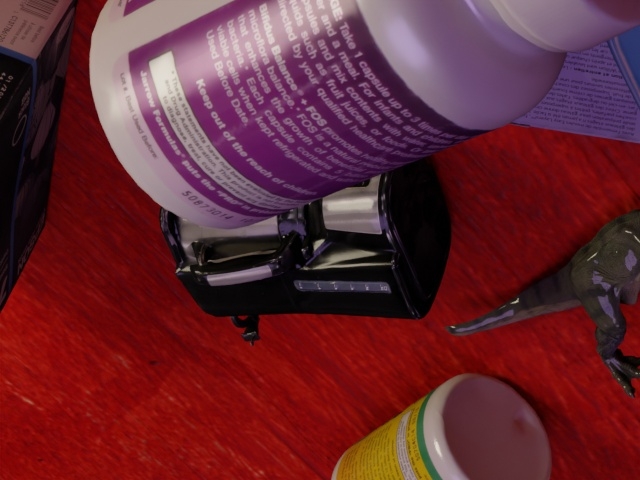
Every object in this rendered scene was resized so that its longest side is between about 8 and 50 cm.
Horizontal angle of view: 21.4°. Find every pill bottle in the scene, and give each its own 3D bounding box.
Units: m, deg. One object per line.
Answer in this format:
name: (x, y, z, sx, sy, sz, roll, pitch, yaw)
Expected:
pill bottle: (0.028, -0.123, 0.925, 0.301, 0.169, 0.169, -20, 124, 40)
pill bottle: (0.081, 0.199, 1.372, 0.117, 0.117, 0.208, 34, 138, -14)

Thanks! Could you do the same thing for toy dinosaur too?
toy dinosaur: (0.214, 0.041, 1.194, 0.118, 0.064, 0.268, 41, 138, -11)

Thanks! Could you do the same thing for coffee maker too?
coffee maker: (0.000, 0.000, 1.214, 0.178, 0.120, 0.171, 1, 158, 24)

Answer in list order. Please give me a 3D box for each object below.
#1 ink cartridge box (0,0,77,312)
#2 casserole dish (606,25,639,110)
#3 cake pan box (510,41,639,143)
ink cartridge box: (-0.248, -0.026, 1.235, 0.065, 0.165, 0.332, 20, 140, 0)
casserole dish: (0.226, -0.095, 0.958, 0.114, 0.037, 0.188, -10, 131, 32)
cake pan box: (0.233, -0.155, 0.969, 0.267, 0.070, 0.245, 10, 136, 13)
